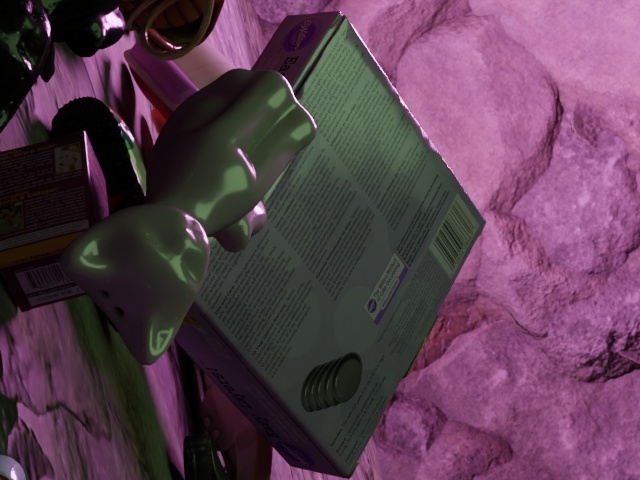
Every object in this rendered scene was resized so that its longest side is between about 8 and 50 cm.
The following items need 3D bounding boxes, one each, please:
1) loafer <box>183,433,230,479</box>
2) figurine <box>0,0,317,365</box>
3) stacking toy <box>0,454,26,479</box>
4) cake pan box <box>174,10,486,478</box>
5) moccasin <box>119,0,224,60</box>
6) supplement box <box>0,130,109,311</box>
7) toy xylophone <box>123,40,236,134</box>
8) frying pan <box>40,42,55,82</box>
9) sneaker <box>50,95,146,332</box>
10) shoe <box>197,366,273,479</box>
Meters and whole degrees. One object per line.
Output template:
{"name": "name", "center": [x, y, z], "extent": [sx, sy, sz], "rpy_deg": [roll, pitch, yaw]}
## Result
{"name": "loafer", "center": [-0.053, 0.207, 1.252], "extent": [0.062, 0.061, 0.170], "rpy_deg": [-94, 168, -65]}
{"name": "figurine", "center": [-0.106, -0.061, 0.889], "extent": [0.215, 0.092, 0.209], "rpy_deg": [54, 29, -13]}
{"name": "stacking toy", "center": [-0.117, 0.146, 0.699], "extent": [0.167, 0.052, 0.221], "rpy_deg": [-95, 168, -69]}
{"name": "cake pan box", "center": [0.000, 0.000, 1.313], "extent": [0.246, 0.070, 0.267], "rpy_deg": [51, 58, -39]}
{"name": "moccasin", "center": [-0.106, -0.206, 1.211], "extent": [0.147, 0.139, 0.380], "rpy_deg": [46, -14, 1]}
{"name": "supplement box", "center": [-0.142, -0.011, 0.933], "extent": [0.043, 0.055, 0.083], "rpy_deg": [72, 5, -48]}
{"name": "toy xylophone", "center": [-0.058, -0.026, 1.488], "extent": [0.236, 0.081, 0.323], "rpy_deg": [42, -23, 53]}
{"name": "frying pan", "center": [-0.205, -0.286, 1.118], "extent": [0.197, 0.053, 0.326], "rpy_deg": [-117, -152, -55]}
{"name": "sneaker", "center": [-0.125, -0.015, 1.146], "extent": [0.075, 0.057, 0.161], "rpy_deg": [-11, 83, -80]}
{"name": "shoe", "center": [-0.075, 0.121, 1.396], "extent": [0.076, 0.058, 0.219], "rpy_deg": [103, -17, -53]}
